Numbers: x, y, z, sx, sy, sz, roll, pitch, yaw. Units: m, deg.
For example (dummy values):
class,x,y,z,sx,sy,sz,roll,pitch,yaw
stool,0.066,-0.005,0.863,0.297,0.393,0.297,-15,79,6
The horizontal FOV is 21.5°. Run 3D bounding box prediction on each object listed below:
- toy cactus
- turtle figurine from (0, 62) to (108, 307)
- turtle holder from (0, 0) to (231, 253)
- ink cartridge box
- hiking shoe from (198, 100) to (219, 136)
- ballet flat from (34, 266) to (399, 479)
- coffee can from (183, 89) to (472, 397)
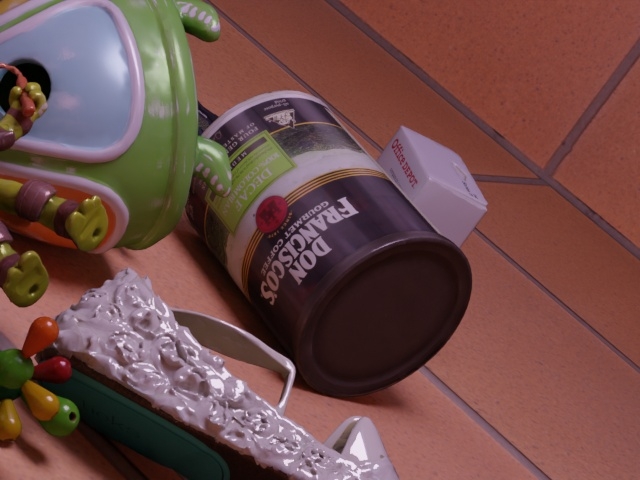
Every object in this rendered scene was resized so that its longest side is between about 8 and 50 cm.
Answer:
class,x,y,z,sx,sy,sz,roll,pitch,yaw
toy cactus,-0.276,0.070,1.235,0.219,0.112,0.180,18,13,-24
turtle figurine,-0.294,-0.033,1.350,0.217,0.087,0.269,34,48,23
turtle holder,-0.228,-0.149,1.549,0.227,0.320,0.243,-2,10,-29
ink cartridge box,0.083,-0.006,1.912,0.087,0.208,0.153,28,18,-23
hiking shoe,-0.198,-0.168,2.019,0.227,0.086,0.114,42,15,17
ballet flat,-0.035,0.159,1.314,0.409,0.147,0.147,36,17,4
coffee can,0.000,0.000,1.753,0.201,0.201,0.275,18,23,-44
